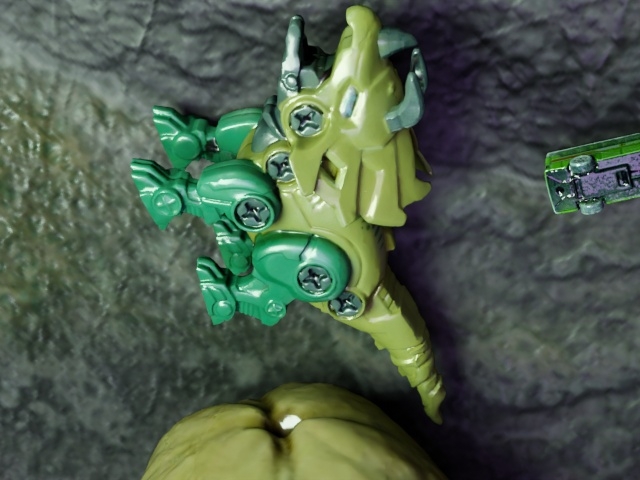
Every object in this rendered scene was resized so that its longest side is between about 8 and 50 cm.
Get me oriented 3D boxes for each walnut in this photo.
[{"bbox_3d":[-0.009,0.220,0.989,0.227,0.283,0.282,-9,113,-5],"label":"walnut"}]

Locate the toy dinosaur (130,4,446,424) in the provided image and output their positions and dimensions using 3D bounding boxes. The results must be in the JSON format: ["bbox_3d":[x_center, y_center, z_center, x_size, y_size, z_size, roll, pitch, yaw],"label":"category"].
[{"bbox_3d":[0.000,0.000,0.984,0.153,0.094,0.259,-8,121,15],"label":"toy dinosaur"}]

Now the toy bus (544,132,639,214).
[{"bbox_3d":[0.160,-0.038,0.968,0.083,0.037,0.031,-13,110,12],"label":"toy bus"}]
